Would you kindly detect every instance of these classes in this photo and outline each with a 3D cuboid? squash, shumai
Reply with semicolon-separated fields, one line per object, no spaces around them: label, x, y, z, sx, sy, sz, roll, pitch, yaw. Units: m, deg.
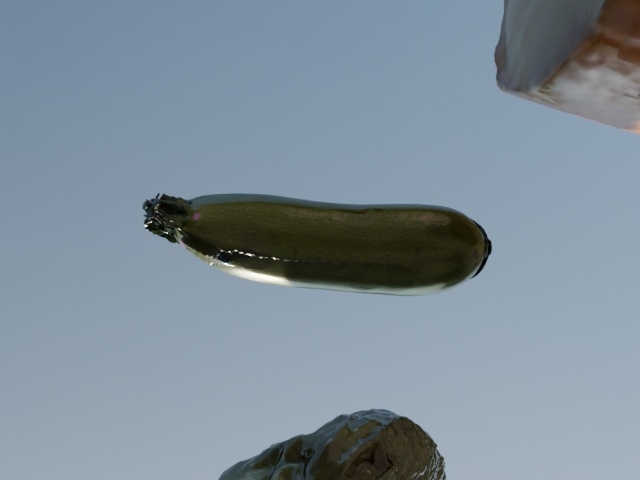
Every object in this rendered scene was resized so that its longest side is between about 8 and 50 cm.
squash;0.000;0.000;0.574;0.183;0.052;0.052;6;-103;-11
shumai;0.005;0.281;1.164;0.189;0.218;0.256;-42;-45;-58

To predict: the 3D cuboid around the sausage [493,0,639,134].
sausage;0.255;-0.140;0.541;0.287;0.233;0.233;14;-108;-10
